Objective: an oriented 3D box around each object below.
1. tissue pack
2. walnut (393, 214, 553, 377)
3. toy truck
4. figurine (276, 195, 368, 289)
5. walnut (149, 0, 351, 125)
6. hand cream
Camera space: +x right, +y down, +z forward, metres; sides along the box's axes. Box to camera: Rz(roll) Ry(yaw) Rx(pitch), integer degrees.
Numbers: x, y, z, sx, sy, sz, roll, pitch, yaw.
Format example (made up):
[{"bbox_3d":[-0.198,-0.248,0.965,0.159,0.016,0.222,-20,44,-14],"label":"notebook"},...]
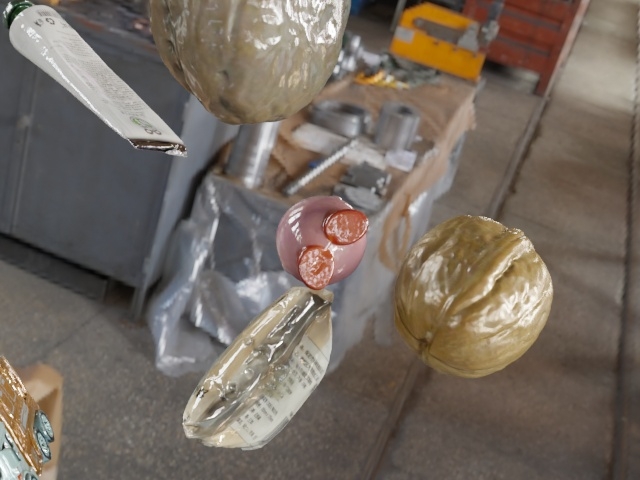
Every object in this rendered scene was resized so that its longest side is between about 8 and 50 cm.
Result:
[{"bbox_3d":[-0.117,0.277,1.994,0.195,0.390,0.375,42,-13,10],"label":"tissue pack"},{"bbox_3d":[0.284,0.099,1.800,0.313,0.252,0.277,-41,38,-25],"label":"walnut"},{"bbox_3d":[-0.462,0.278,1.320,0.136,0.162,0.305,-25,18,-7],"label":"toy truck"},{"bbox_3d":[0.000,0.000,1.758,0.173,0.173,0.173,14,25,-7],"label":"figurine"},{"bbox_3d":[-0.066,-0.226,0.956,0.224,0.224,0.224,14,25,-7],"label":"walnut"},{"bbox_3d":[-0.314,-0.218,1.304,0.336,0.076,0.121,42,21,22],"label":"hand cream"}]
